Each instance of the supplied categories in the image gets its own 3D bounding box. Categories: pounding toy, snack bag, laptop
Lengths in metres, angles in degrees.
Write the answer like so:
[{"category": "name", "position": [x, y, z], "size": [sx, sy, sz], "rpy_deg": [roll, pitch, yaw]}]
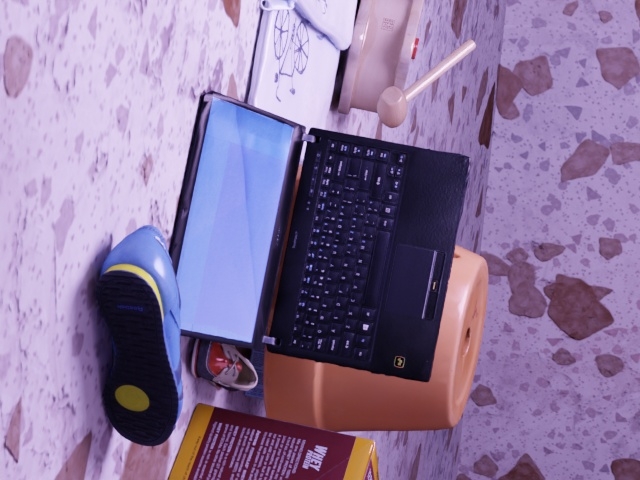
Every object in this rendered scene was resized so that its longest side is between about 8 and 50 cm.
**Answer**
[{"category": "pounding toy", "position": [0.111, -0.229, 1.900], "size": [0.154, 0.155, 0.269], "rpy_deg": [99, 4, -58]}, {"category": "snack bag", "position": [-0.008, -0.245, 1.675], "size": [0.323, 0.037, 0.342], "rpy_deg": [17, 83, -77]}, {"category": "laptop", "position": [0.000, 0.000, 1.451], "size": [0.136, 0.264, 0.234], "rpy_deg": [69, 32, -86]}]

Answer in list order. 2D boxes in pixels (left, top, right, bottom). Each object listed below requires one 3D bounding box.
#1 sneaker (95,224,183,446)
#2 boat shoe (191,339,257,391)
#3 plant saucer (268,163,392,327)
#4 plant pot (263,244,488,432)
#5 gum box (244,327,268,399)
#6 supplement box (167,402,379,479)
[{"category": "sneaker", "position": [-0.144, 0.082, 1.277], "size": [0.082, 0.069, 0.209], "rpy_deg": [-69, 163, -52]}, {"category": "boat shoe", "position": [-0.100, 0.128, 1.553], "size": [0.137, 0.043, 0.049], "rpy_deg": [60, 44, -68]}, {"category": "plant saucer", "position": [0.002, 0.011, 1.563], "size": [0.037, 0.200, 0.199], "rpy_deg": [20, 80, -67]}, {"category": "plant pot", "position": [0.074, 0.100, 1.732], "size": [0.291, 0.204, 0.290], "rpy_deg": [10, 90, -75]}, {"category": "gum box", "position": [-0.038, 0.087, 1.788], "size": [0.157, 0.041, 0.184], "rpy_deg": [-13, 113, -75]}, {"category": "supplement box", "position": [-0.056, 0.295, 1.531], "size": [0.129, 0.194, 0.191], "rpy_deg": [82, 22, -52]}]
